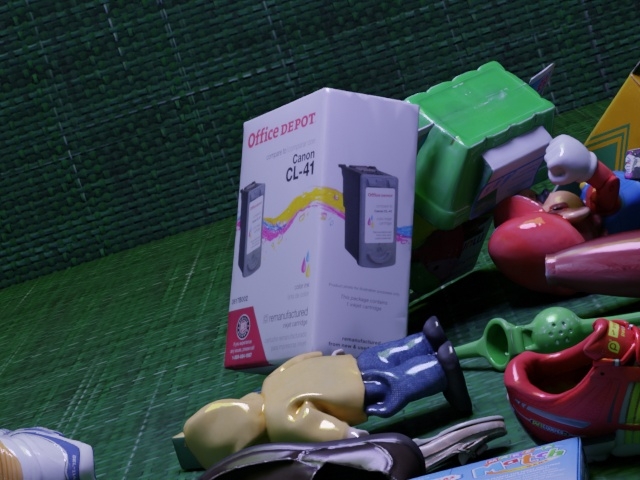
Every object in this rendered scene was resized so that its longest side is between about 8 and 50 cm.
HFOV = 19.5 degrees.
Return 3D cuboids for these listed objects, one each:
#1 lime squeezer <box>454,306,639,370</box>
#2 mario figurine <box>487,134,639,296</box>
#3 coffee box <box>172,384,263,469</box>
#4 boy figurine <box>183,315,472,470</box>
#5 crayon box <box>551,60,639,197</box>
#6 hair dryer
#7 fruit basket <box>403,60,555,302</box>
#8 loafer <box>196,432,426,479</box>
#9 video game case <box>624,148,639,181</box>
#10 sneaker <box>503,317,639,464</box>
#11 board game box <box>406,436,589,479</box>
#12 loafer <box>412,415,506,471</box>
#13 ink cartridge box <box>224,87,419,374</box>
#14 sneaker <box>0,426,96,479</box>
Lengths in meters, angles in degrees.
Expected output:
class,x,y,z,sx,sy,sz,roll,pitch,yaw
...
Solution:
class,x,y,z,sx,sy,sz,roll,pitch,yaw
lime squeezer,0.227,0.099,1.994,0.310,0.059,0.110,-14,10,28
mario figurine,0.327,-0.053,2.294,0.320,0.198,0.170,-24,14,-29
coffee box,-0.060,0.193,2.026,0.113,0.040,0.184,-9,12,43
boy figurine,0.006,0.171,1.871,0.285,0.092,0.177,-21,28,-5
crayon box,0.448,-0.148,2.465,0.202,0.081,0.318,-23,-26,-35
hair dryer,0.388,0.023,2.128,0.293,0.080,0.223,-6,0,-25
fruit basket,0.159,-0.035,2.342,0.165,0.353,0.327,34,39,28
loafer,-0.018,0.220,1.649,0.220,0.080,0.078,-16,8,10
video game case,0.512,-0.073,2.190,0.232,0.042,0.210,10,-5,-33
sneaker,0.271,0.111,1.545,0.279,0.118,0.107,-19,30,35
board game box,0.134,0.221,1.480,0.160,0.039,0.211,-16,10,11
loafer,0.114,0.196,1.704,0.125,0.039,0.045,-16,-25,-9
ink cartridge box,0.000,0.000,2.139,0.131,0.306,0.226,8,-11,-28
sneaker,-0.345,0.259,2.078,0.131,0.112,0.296,-3,2,-29
